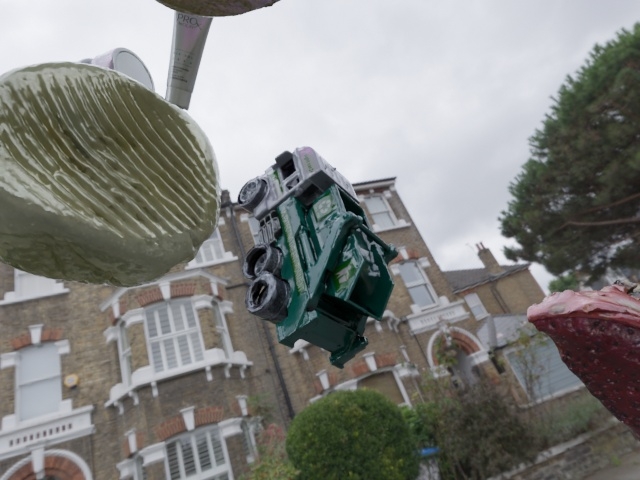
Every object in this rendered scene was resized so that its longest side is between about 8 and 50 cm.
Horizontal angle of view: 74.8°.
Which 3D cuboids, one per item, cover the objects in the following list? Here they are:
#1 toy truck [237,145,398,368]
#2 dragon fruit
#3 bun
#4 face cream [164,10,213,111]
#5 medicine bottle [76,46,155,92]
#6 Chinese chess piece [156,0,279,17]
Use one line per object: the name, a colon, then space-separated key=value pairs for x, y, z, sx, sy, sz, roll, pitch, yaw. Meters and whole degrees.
toy truck: x=0.000 y=0.000 z=0.404 sx=0.116 sy=0.216 sz=0.110 roll=-36 pitch=-47 yaw=20
dragon fruit: x=0.425 y=0.128 z=0.564 sx=0.134 sy=0.262 sz=0.211 roll=-42 pitch=3 yaw=39
bun: x=-0.340 y=-0.080 z=0.642 sx=0.352 sy=0.349 sz=0.227 roll=-38 pitch=2 yaw=-42
face cream: x=-0.302 y=-0.419 z=0.946 sx=0.092 sy=0.244 sz=0.058 roll=12 pitch=8 yaw=-10
medicine bottle: x=-0.592 y=-0.384 z=1.096 sx=0.273 sy=0.165 sz=0.165 roll=-11 pitch=-24 yaw=17
Chinese chess piece: x=-0.129 y=-0.404 z=0.531 sx=0.270 sy=0.112 sz=0.270 roll=-13 pitch=-1 yaw=0
